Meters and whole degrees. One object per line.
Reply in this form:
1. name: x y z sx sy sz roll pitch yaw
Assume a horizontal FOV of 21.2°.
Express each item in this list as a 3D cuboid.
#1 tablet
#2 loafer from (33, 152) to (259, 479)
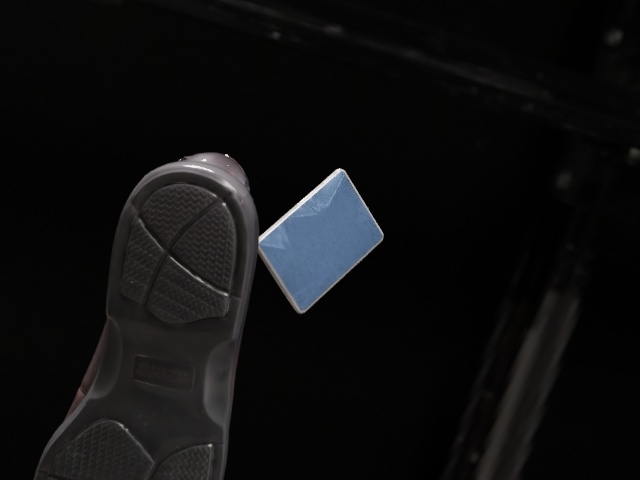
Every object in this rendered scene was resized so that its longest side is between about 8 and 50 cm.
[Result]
1. tablet: 0.000 0.000 1.033 0.083 0.006 0.054 -42 -72 -32
2. loafer: -0.095 0.090 1.028 0.109 0.095 0.302 18 -73 4
